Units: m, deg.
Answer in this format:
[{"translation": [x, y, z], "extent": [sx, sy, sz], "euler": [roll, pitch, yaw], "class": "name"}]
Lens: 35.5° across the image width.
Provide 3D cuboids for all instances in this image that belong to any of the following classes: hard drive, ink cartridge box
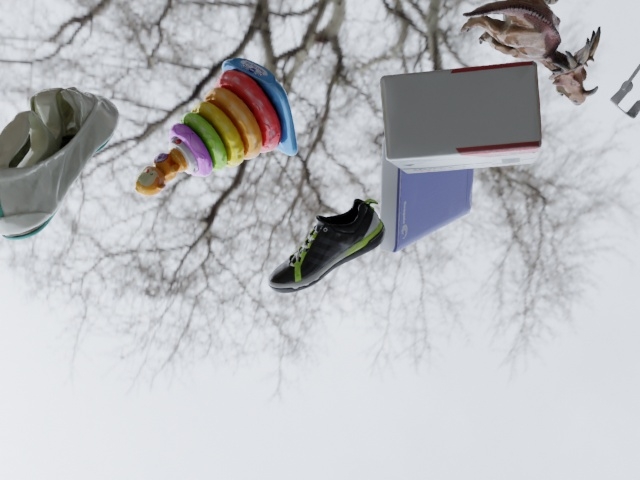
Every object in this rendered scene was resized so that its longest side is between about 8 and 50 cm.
[{"translation": [0.209, -0.118, 1.899], "extent": [0.040, 0.210, 0.319], "euler": [12, -160, 31], "class": "hard drive"}, {"translation": [0.196, -0.161, 1.374], "extent": [0.197, 0.273, 0.114], "euler": [-4, -90, 10], "class": "ink cartridge box"}]

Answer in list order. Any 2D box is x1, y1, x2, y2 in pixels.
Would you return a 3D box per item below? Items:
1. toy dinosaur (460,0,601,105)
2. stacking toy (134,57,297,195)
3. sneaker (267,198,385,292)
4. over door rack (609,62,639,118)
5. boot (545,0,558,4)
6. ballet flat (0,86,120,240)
[{"translation": [0.354, -0.340, 1.631], "extent": [0.200, 0.127, 0.296], "euler": [39, -167, 31], "class": "toy dinosaur"}, {"translation": [-0.200, -0.171, 1.731], "extent": [0.302, 0.165, 0.175], "euler": [-37, -131, -24], "class": "stacking toy"}, {"translation": [0.000, 0.000, 1.739], "extent": [0.235, 0.097, 0.084], "euler": [-31, -153, -3], "class": "sneaker"}, {"translation": [0.549, -0.274, 1.428], "extent": [0.108, 0.324, 0.239], "euler": [6, -148, -27], "class": "over door rack"}, {"translation": [0.453, -0.728, 2.222], "extent": [0.138, 0.284, 0.377], "euler": [-22, -127, -25], "class": "boot"}, {"translation": [-0.413, -0.159, 1.540], "extent": [0.139, 0.139, 0.400], "euler": [18, -144, -3], "class": "ballet flat"}]
